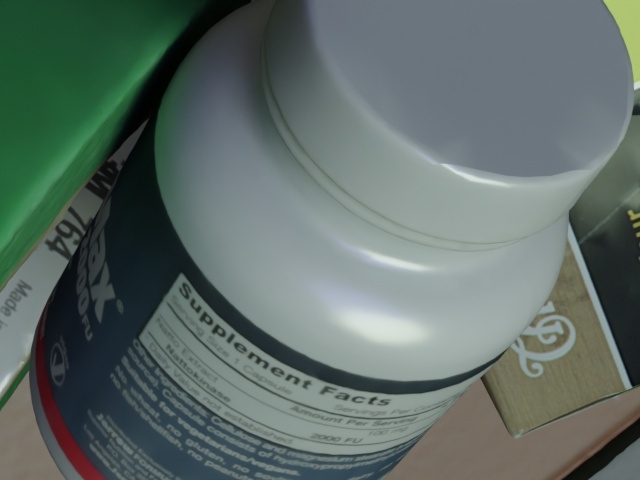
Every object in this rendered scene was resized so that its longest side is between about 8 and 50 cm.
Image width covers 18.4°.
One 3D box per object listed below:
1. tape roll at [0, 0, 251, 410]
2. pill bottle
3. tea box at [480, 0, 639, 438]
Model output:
[{"bbox_3d":[-0.138,0.035,0.561,0.077,0.321,0.321,36,96,-1],"label":"tape roll"},{"bbox_3d":[0.000,0.000,0.500,0.108,0.108,0.180,5,147,-24],"label":"pill bottle"},{"bbox_3d":[0.126,-0.174,0.604,0.323,0.220,0.329,-23,119,2],"label":"tea box"}]
